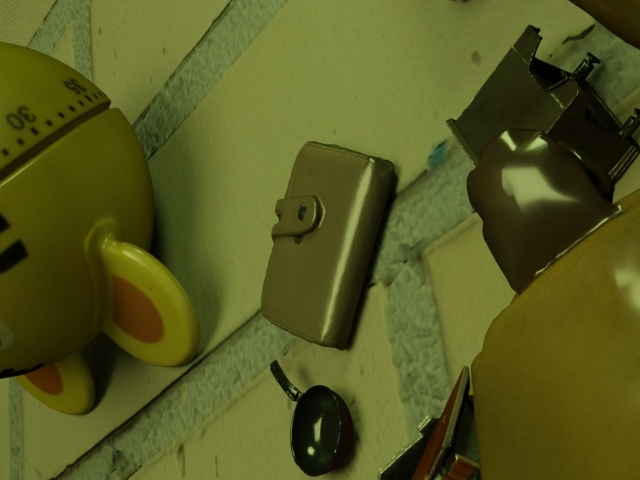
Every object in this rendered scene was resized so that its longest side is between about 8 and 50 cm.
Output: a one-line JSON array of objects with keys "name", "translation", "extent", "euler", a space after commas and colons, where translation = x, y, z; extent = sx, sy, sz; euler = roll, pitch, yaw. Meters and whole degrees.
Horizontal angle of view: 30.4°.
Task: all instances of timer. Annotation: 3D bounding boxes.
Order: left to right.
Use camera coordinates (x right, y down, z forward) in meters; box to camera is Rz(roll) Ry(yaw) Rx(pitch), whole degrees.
[{"name": "timer", "translation": [-0.310, 0.006, 1.169], "extent": [0.387, 0.376, 0.376], "euler": [54, 141, -7]}]

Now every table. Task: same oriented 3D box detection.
[{"name": "table", "translation": [0.139, -0.068, 0.708], "extent": [0.082, 0.070, 0.083], "euler": [-54, 39, 27]}]

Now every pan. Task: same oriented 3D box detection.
[{"name": "pan", "translation": [-0.007, 0.131, 0.905], "extent": [0.068, 0.023, 0.115], "euler": [-63, 38, 24]}]

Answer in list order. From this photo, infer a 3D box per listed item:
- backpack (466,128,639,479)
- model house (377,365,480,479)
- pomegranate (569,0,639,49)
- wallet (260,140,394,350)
[{"name": "backpack", "translation": [0.213, 0.084, 0.428], "extent": [0.378, 0.201, 0.353], "euler": [-48, 44, 36]}, {"name": "model house", "translation": [0.066, 0.179, 0.677], "extent": [0.219, 0.136, 0.207], "euler": [-62, 38, 23]}, {"name": "pomegranate", "translation": [0.163, -0.202, 0.362], "extent": [0.322, 0.322, 0.322], "euler": [-24, 61, 52]}, {"name": "wallet", "translation": [0.000, 0.000, 0.927], "extent": [0.118, 0.038, 0.153], "euler": [19, 98, 55]}]
